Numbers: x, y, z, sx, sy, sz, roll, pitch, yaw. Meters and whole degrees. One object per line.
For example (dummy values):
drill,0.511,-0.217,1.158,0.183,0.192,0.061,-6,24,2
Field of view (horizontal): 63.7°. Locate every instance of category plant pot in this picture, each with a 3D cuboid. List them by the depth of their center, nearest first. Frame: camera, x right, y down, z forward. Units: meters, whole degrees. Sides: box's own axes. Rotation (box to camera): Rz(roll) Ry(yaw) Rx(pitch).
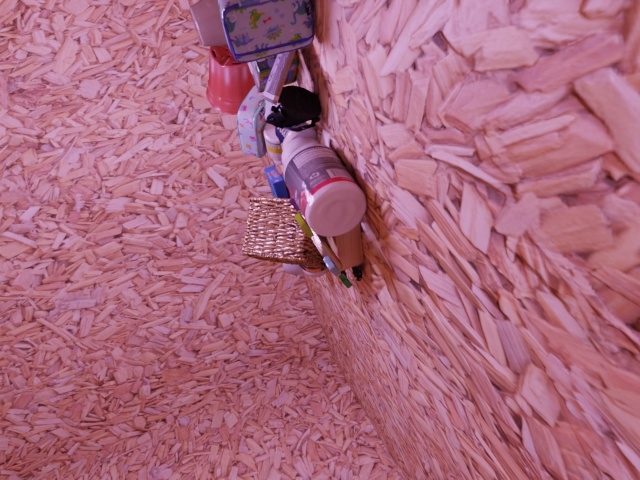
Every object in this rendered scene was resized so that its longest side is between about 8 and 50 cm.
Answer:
plant pot,-0.377,-0.863,2.008,0.263,0.230,0.262,159,90,-83
plant pot,-0.398,-0.767,2.361,0.265,0.273,0.272,104,146,-61

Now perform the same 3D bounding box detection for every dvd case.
dvd case,-0.108,-0.496,1.442,0.221,0.018,0.164,-68,22,14

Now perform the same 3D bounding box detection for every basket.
basket,-0.107,-0.027,1.871,0.214,0.300,0.222,21,-104,-59

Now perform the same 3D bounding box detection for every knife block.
knife block,0.092,0.043,1.711,0.276,0.088,0.241,-165,53,-80

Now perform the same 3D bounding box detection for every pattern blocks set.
pattern blocks set,0.000,0.000,1.538,0.324,0.026,0.285,58,-174,28

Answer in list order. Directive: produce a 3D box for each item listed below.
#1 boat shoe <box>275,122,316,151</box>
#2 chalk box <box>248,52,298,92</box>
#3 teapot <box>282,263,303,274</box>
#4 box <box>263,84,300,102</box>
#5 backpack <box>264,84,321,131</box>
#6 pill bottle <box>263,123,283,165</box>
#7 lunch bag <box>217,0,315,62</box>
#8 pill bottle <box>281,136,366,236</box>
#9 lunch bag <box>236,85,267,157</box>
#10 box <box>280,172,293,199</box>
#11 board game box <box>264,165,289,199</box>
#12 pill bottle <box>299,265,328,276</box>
boat shoe,-0.104,-0.371,1.790,0.158,0.127,0.340,60,172,7
chalk box,-0.152,-0.576,1.604,0.213,0.132,0.132,142,108,-80
teapot,-0.073,0.062,2.551,0.256,0.187,0.252,-68,-16,-63
box,-0.121,-0.481,1.709,0.178,0.109,0.042,-129,24,-65
backpack,-0.093,-0.399,1.550,0.182,0.152,0.115,0,76,63
pill bottle,-0.175,-0.413,2.204,0.208,0.118,0.117,88,160,-66
lunch bag,-0.124,-0.525,1.233,0.176,0.219,0.090,87,167,-63
pill bottle,-0.005,-0.171,1.494,0.318,0.177,0.176,-119,11,-45
lunch bag,-0.259,-0.512,2.208,0.108,0.224,0.279,22,149,12
box,-0.049,-0.160,1.975,0.122,0.128,0.256,76,169,-47
board game box,-0.155,-0.169,2.017,0.160,0.047,0.210,-123,14,-56
pill bottle,-0.029,0.047,2.243,0.278,0.162,0.162,84,163,-61
